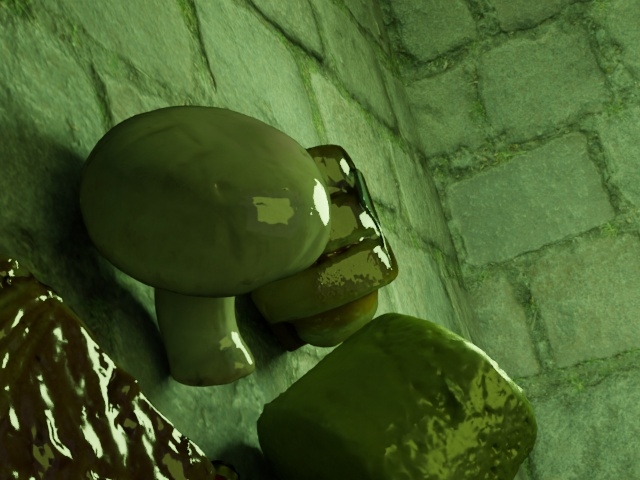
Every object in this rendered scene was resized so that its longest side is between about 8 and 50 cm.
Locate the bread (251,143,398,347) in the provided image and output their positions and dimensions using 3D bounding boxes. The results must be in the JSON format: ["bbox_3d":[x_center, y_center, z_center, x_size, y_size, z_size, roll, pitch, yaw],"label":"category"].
[{"bbox_3d":[0.000,0.000,1.571,0.300,0.210,0.341,1,68,-60],"label":"bread"}]

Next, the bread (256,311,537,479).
[{"bbox_3d":[0.117,0.288,1.340,0.348,0.307,0.348,40,-25,23],"label":"bread"}]

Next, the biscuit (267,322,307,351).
[{"bbox_3d":[-0.066,0.082,1.657,0.182,0.034,0.215,-11,79,-67],"label":"biscuit"}]

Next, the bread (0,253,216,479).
[{"bbox_3d":[-0.247,0.210,0.792,0.324,0.167,0.277,50,25,-23],"label":"bread"}]

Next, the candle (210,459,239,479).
[{"bbox_3d":[-0.137,0.326,1.165,0.052,0.052,0.131,62,20,-19],"label":"candle"}]

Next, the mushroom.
[{"bbox_3d":[-0.132,-0.020,1.180,0.315,0.315,0.356,28,41,-64],"label":"mushroom"}]
